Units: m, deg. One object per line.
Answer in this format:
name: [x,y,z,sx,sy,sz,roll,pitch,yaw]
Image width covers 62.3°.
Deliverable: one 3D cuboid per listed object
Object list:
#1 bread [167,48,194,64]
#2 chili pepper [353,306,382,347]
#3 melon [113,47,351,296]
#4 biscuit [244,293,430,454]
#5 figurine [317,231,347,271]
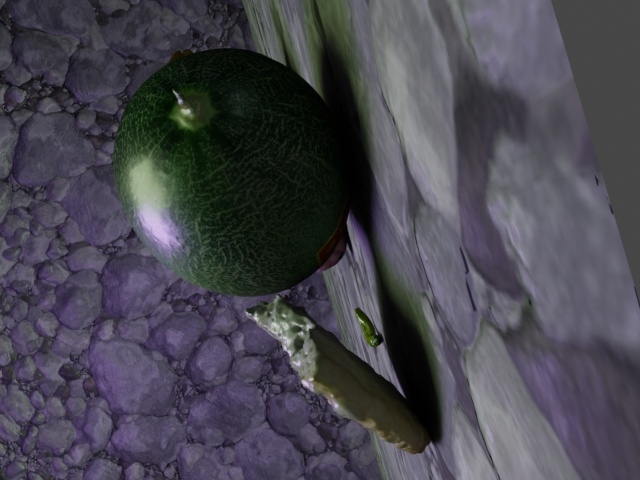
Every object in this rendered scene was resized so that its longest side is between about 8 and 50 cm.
bread: [-0.093,-0.121,0.803,0.324,0.167,0.277,62,-173,-51]
chili pepper: [0.058,0.104,0.621,0.083,0.017,0.030,-125,19,-74]
melon: [-0.064,-0.047,0.429,0.288,0.182,0.182,71,-178,-79]
biscuit: [0.016,0.109,0.455,0.188,0.040,0.265,39,174,11]
figurine: [0.000,0.000,0.656,0.083,0.067,0.071,-67,-17,-69]
